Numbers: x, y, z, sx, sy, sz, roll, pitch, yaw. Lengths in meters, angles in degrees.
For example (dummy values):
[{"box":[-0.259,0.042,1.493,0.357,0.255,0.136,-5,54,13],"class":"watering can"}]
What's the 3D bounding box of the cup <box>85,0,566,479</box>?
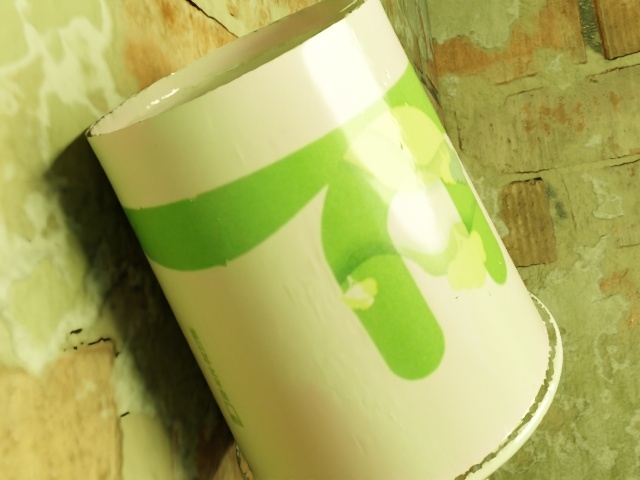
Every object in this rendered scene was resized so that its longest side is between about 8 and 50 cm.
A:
[{"box":[0.000,0.000,0.438,0.274,0.253,0.253,64,25,-22],"class":"cup"}]
